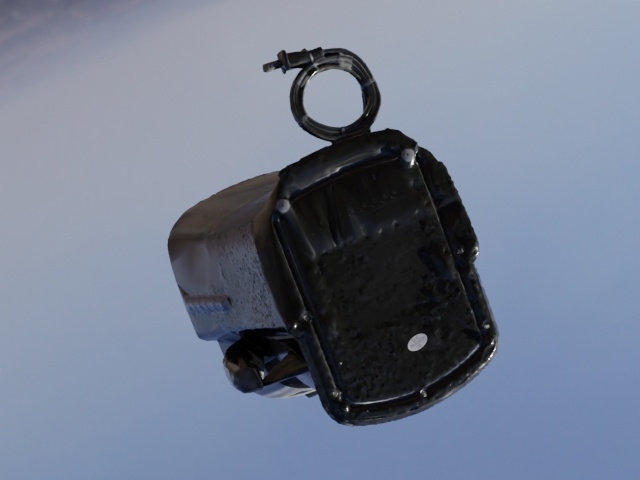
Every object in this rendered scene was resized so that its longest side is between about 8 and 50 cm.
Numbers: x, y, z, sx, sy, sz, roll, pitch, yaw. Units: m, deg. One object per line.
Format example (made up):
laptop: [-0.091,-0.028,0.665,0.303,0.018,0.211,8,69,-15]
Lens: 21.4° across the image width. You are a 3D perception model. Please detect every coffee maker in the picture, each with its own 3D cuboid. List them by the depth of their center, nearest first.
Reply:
coffee maker: [0.000,0.000,0.849,0.120,0.171,0.178,2,179,-20]
